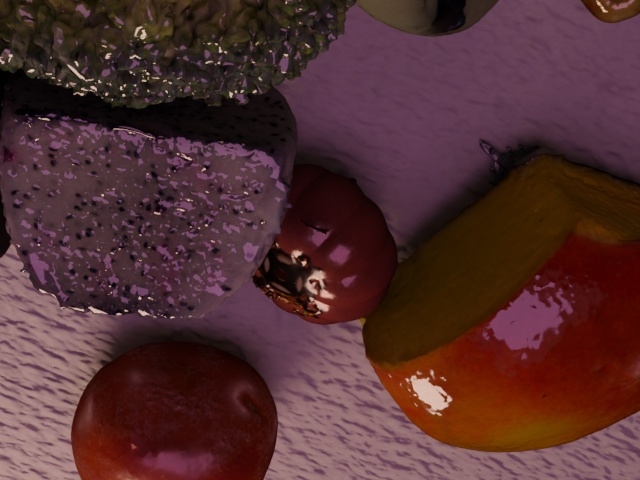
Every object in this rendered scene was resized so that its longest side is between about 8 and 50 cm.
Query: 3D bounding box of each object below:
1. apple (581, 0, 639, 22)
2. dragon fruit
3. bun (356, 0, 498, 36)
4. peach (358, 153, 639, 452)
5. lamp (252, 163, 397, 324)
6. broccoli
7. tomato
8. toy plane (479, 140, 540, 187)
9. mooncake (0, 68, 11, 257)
[{"bbox_3d":[0.292,-0.259,1.507,0.084,0.071,0.084,-2,118,-5],"label":"apple"},{"bbox_3d":[-0.169,-0.060,1.490,0.283,0.204,0.221,8,115,-3],"label":"dragon fruit"},{"bbox_3d":[0.103,-0.339,1.371,0.187,0.293,0.293,36,116,19],"label":"bun"},{"bbox_3d":[0.256,0.084,1.596,0.380,0.242,0.306,-37,127,10],"label":"peach"},{"bbox_3d":[0.000,0.000,1.582,0.182,0.140,0.182,28,142,25],"label":"lamp"},{"bbox_3d":[-0.170,-0.243,1.330,0.277,0.318,0.338,-15,172,-38],"label":"broccoli"},{"bbox_3d":[-0.163,0.227,1.669,0.232,0.188,0.232,-1,120,-2],"label":"tomato"},{"bbox_3d":[0.201,-0.078,1.627,0.084,0.024,0.078,40,90,-24],"label":"toy plane"},{"bbox_3d":[-0.366,-0.089,1.446,0.133,0.245,0.245,-8,121,10],"label":"mooncake"}]
